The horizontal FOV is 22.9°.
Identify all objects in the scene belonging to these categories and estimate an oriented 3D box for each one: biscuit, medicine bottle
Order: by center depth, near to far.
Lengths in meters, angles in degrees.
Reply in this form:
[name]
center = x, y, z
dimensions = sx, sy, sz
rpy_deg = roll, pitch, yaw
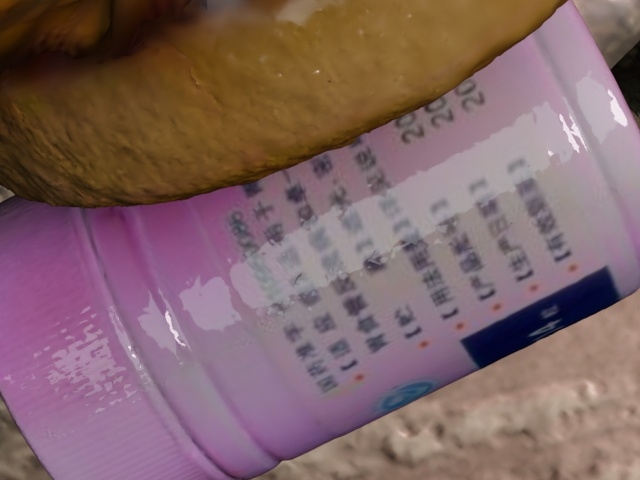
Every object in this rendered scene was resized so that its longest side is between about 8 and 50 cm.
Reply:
[biscuit]
center = -0.009, -0.115, 0.570
dimensions = 0.296, 0.296, 0.102
rpy_deg = -29, 119, 6
[medicine bottle]
center = 0.000, 0.000, 0.640
dimensions = 0.254, 0.152, 0.152
rpy_deg = -26, 93, 6

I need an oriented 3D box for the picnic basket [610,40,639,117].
[picnic basket]
center = 0.241, -0.052, 0.630
dimensions = 0.196, 0.134, 0.154
rpy_deg = 44, 95, 0
